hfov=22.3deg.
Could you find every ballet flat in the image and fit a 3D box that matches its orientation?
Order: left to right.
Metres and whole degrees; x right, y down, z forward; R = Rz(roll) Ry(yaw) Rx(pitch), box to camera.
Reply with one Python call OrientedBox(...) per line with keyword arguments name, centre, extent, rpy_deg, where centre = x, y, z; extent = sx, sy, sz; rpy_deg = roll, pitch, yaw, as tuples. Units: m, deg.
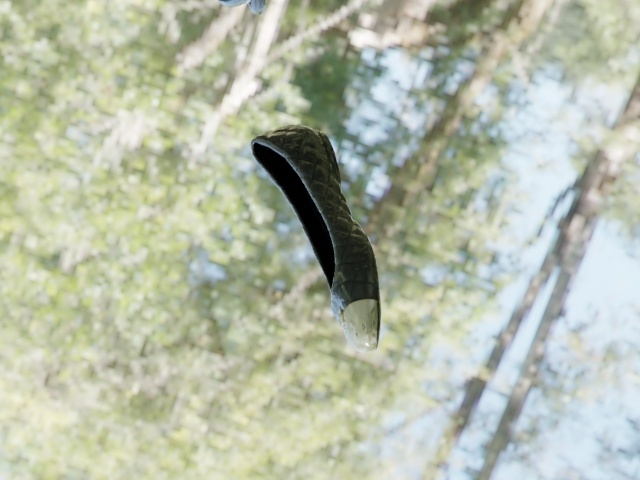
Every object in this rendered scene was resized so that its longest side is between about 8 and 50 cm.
OrientedBox(name="ballet flat", centre=(0.000, 0.000, 0.995), extent=(0.049, 0.057, 0.173), rpy_deg=(-8, -128, -17))

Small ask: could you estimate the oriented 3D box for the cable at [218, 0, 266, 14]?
OrientedBox(name="cable", centre=(-0.005, -0.155, 0.485), extent=(0.150, 0.184, 0.047), rpy_deg=(-17, 153, 41))
